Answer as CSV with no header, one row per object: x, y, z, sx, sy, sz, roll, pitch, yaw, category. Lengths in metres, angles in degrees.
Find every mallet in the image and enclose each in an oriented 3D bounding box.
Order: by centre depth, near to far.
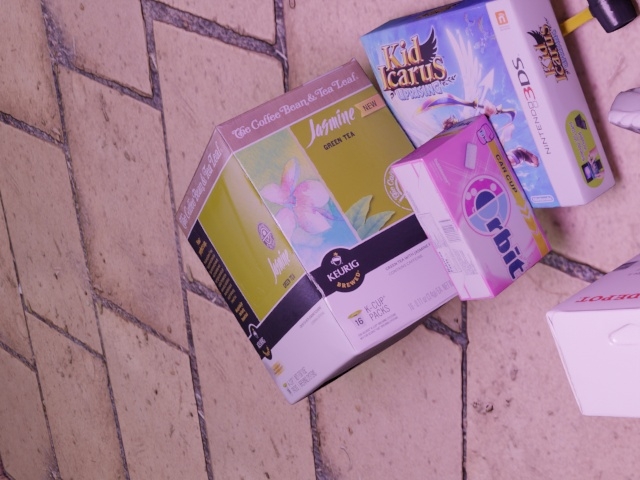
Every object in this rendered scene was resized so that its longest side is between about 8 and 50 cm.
0.260,-0.238,1.312,0.190,0.039,0.062,-14,101,58,mallet

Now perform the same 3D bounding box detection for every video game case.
0.186,-0.155,1.402,0.269,0.061,0.244,-3,114,56,video game case

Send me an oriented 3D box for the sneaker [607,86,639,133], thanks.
0.396,-0.157,1.164,0.281,0.105,0.115,-8,71,57,sneaker

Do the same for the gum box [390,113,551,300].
0.174,-0.031,1.364,0.062,0.107,0.188,-10,112,58,gum box

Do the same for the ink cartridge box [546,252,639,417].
0.381,0.061,1.140,0.198,0.273,0.114,-9,105,54,ink cartridge box

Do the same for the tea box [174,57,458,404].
0.000,0.000,1.575,0.323,0.220,0.329,57,157,7,tea box
